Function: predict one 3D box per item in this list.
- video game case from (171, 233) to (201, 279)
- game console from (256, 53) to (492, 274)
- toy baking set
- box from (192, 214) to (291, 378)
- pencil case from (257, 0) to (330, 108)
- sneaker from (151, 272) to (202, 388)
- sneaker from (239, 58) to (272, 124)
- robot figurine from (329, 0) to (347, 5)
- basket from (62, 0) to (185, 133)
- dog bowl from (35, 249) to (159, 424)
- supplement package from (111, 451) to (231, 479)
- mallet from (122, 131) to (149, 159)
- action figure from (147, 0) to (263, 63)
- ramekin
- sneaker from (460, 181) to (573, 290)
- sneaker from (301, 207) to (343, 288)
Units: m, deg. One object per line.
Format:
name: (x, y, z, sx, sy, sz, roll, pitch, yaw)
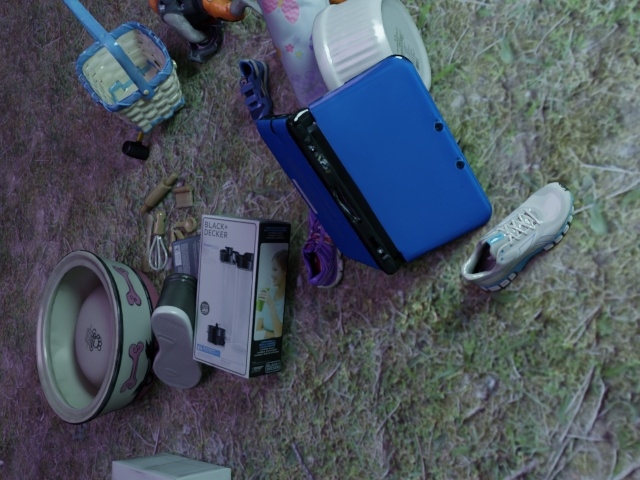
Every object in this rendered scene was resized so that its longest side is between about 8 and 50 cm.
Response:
video game case: (-0.220, 0.078, 1.349, 0.274, 0.026, 0.195, -11, 82, 40)
game console: (0.075, -0.111, 0.985, 0.173, 0.293, 0.250, -39, 22, -13)
toy baking set: (-0.377, -0.036, 1.511, 0.256, 0.030, 0.196, -33, 64, 35)
box: (-0.153, 0.098, 1.214, 0.169, 0.087, 0.289, 9, 96, 41)
pencil case: (-0.023, -0.355, 1.075, 0.124, 0.273, 0.113, -16, 30, 16)
sneaker: (-0.286, 0.188, 1.339, 0.146, 0.105, 0.295, -81, -1, -45)
sneaker: (-0.138, -0.304, 1.300, 0.053, 0.059, 0.144, -19, 74, 38)
robot figurine: (0.014, -0.501, 1.136, 0.128, 0.158, 0.219, 25, 103, 19)
basket: (-0.450, -0.404, 1.431, 0.201, 0.289, 0.254, -41, 63, -1)
dog bowl: (-0.532, 0.230, 1.546, 0.408, 0.150, 0.407, -6, 80, 42)
supplement package: (-0.313, 0.531, 1.318, 0.244, 0.139, 0.133, -7, 80, 43)
mallet: (-0.429, -0.290, 1.590, 0.039, 0.062, 0.189, 22, 86, 41)
action figure: (-0.250, -0.578, 1.362, 0.331, 0.179, 0.340, -5, 84, 33)
ramekin: (0.089, -0.287, 0.998, 0.109, 0.207, 0.207, -19, 73, 30)
sneaker: (0.268, -0.003, 0.879, 0.190, 0.083, 0.071, -54, 52, 23)
sneaker: (0.000, 0.000, 1.132, 0.068, 0.071, 0.169, -15, 75, 41)
